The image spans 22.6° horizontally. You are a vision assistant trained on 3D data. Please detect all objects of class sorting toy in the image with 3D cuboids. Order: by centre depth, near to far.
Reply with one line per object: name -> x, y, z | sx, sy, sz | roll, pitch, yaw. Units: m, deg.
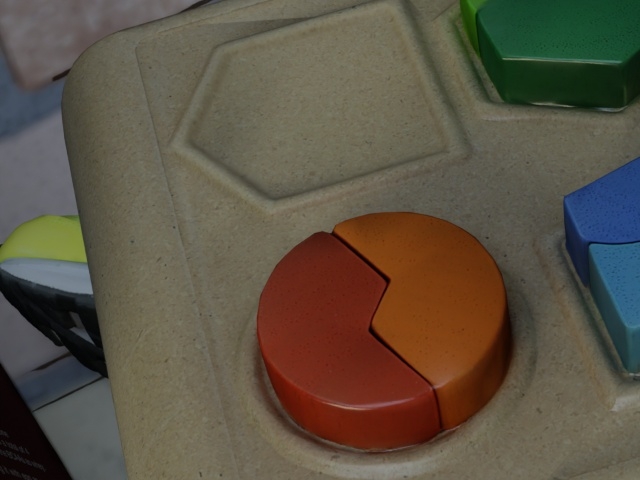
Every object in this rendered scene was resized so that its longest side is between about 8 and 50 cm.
sorting toy -> 0.033, -0.053, 0.460 | 0.229, 0.041, 0.307 | -20, 48, 2

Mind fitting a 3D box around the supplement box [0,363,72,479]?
supplement box -> -0.187, 0.049, 0.472 | 0.129, 0.191, 0.194 | -37, 69, 1

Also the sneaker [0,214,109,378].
sneaker -> 0.000, 0.000, 0.507 | 0.209, 0.081, 0.094 | 1, 66, 9
